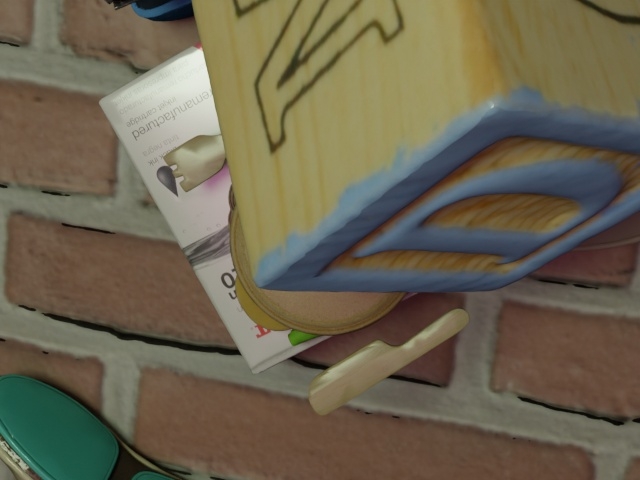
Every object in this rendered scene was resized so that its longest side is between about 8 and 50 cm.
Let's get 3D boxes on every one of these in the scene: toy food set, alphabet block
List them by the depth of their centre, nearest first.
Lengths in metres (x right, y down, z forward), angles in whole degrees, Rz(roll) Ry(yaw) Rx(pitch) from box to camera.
[{"bbox_3d":[0.065,-0.097,0.533,0.193,0.192,0.197,-36,61,45],"label":"alphabet block"},{"bbox_3d":[0.000,0.000,0.646,0.132,0.038,0.192,-30,92,5],"label":"toy food set"}]

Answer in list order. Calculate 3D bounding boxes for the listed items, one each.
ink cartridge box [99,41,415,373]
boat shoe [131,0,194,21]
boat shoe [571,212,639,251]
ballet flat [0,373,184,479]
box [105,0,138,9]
[{"bbox_3d":[-0.026,-0.041,0.702,0.158,0.092,0.218,-28,99,12],"label":"ink cartridge box"},{"bbox_3d":[-0.018,-0.222,0.658,0.258,0.109,0.089,-17,95,8],"label":"boat shoe"},{"bbox_3d":[0.235,-0.075,0.674,0.335,0.096,0.112,-13,135,13],"label":"boat shoe"},{"bbox_3d":[-0.166,0.198,0.779,0.248,0.086,0.086,34,103,-2],"label":"ballet flat"},{"bbox_3d":[-0.016,-0.299,0.592,0.307,0.076,0.243,-19,62,10],"label":"box"}]
